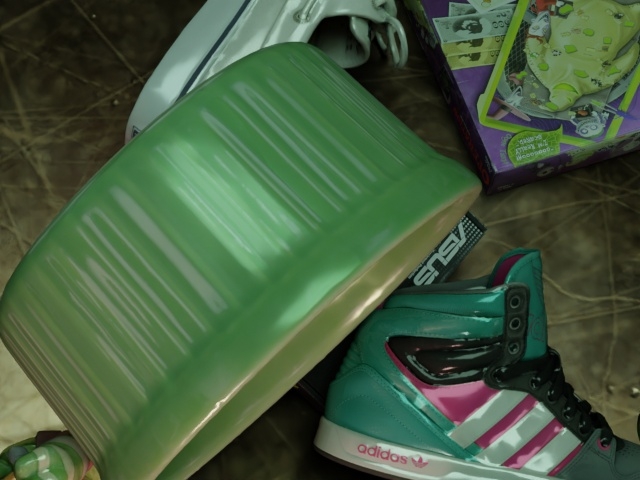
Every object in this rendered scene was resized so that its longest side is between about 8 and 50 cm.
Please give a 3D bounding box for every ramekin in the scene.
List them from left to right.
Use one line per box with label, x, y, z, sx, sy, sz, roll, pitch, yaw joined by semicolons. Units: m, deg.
ramekin;-0.058;0.017;1.026;0.303;0.303;0.148;-41;83;-20

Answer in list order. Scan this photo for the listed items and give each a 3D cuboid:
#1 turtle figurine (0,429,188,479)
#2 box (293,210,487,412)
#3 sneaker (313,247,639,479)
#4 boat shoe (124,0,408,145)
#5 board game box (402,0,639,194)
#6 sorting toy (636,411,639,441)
turtle figurine;-0.223;0.210;1.075;0.266;0.198;0.275;10;62;3
box;0.000;0.000;1.221;0.184;0.045;0.191;44;77;-11
sneaker;0.156;0.097;1.180;0.295;0.124;0.178;12;92;-5
boat shoe;0.006;-0.183;1.305;0.156;0.136;0.367;31;70;8
board game box;0.262;-0.182;1.380;0.346;0.056;0.208;-16;65;-12
sorting toy;0.179;0.225;0.952;0.132;0.046;0.275;-2;80;-3
